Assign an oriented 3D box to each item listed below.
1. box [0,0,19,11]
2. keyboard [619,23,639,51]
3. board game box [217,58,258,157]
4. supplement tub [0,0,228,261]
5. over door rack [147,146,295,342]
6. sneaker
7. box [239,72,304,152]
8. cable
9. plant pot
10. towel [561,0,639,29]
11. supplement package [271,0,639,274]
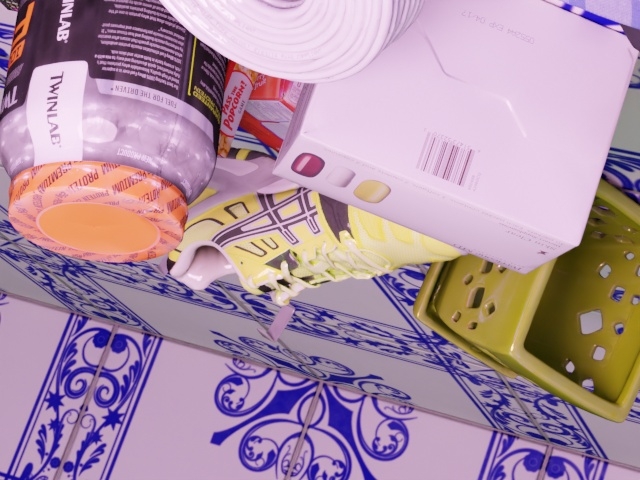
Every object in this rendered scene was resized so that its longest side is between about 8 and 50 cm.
[{"bbox_3d":[-0.296,-0.273,1.811,0.083,0.062,0.052,14,165,23],"label":"box"},{"bbox_3d":[0.292,-0.206,1.324,0.201,0.033,0.317,11,161,31],"label":"keyboard"},{"bbox_3d":[-0.123,-0.180,1.662,0.146,0.193,0.045,8,161,37],"label":"board game box"},{"bbox_3d":[-0.179,-0.153,1.527,0.193,0.316,0.193,4,155,2],"label":"supplement tub"},{"bbox_3d":[-0.155,-0.047,2.202,0.239,0.108,0.324,29,153,36],"label":"over door rack"},{"bbox_3d":[0.000,0.000,1.751,0.384,0.147,0.145,4,157,44],"label":"sneaker"},{"bbox_3d":[0.017,-0.140,1.756,0.128,0.123,0.257,6,161,44],"label":"box"},{"bbox_3d":[-0.035,-0.244,1.365,0.257,0.089,0.257,41,145,-2],"label":"cable"},{"bbox_3d":[0.250,0.050,1.961,0.227,0.228,0.207,32,169,-38],"label":"plant pot"},{"bbox_3d":[0.212,-0.229,1.254,0.209,0.034,0.285,23,167,17],"label":"towel"},{"bbox_3d":[0.119,-0.117,1.547,0.262,0.204,0.145,21,166,-6],"label":"supplement package"}]
